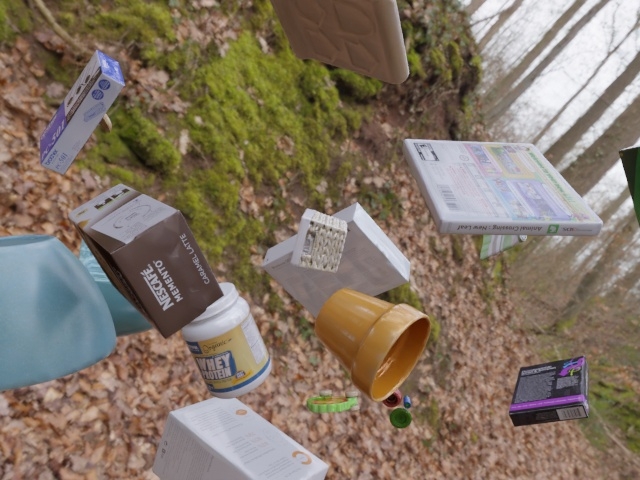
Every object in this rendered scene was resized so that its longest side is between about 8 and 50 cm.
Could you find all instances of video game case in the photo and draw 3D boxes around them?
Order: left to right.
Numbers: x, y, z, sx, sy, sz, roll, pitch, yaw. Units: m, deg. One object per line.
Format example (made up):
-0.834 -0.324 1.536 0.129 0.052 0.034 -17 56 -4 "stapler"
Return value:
0.220 -0.073 0.712 0.212 0.193 0.023 -98 -169 -55 "video game case"

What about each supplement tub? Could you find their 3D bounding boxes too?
-0.196 0.201 1.127 0.144 0.144 0.200 -131 -160 -71 "supplement tub"

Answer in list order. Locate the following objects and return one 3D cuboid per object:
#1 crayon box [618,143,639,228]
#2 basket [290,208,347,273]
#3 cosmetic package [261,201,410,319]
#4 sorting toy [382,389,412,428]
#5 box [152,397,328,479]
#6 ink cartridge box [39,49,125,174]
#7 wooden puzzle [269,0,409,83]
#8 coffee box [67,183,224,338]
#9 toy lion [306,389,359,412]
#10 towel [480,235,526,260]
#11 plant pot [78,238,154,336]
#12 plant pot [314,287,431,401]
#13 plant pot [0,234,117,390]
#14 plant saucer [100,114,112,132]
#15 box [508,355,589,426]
0.717 -0.043 0.970 0.363 0.106 0.313 -166 -121 -84 "crayon box"
0.000 0.000 1.237 0.103 0.113 0.167 14 10 -1 "basket"
0.047 0.077 1.748 0.284 0.377 0.097 45 36 -27 "cosmetic package"
0.179 0.378 1.280 0.042 0.061 0.102 -66 132 -77 "sorting toy"
-0.193 0.542 1.324 0.345 0.168 0.215 25 12 30 "box"
-0.426 -0.226 0.983 0.046 0.207 0.097 26 24 -42 "ink cartridge box"
0.058 -0.565 1.454 0.347 0.081 0.322 20 -13 22 "wooden puzzle"
-0.252 0.017 0.780 0.246 0.098 0.141 20 -41 53 "coffee box"
0.014 0.284 0.967 0.096 0.100 0.034 4 79 -48 "toy lion"
0.498 -0.015 1.515 0.023 0.113 0.152 35 -39 -17 "towel"
-0.534 0.130 1.530 0.235 0.293 0.293 3 17 -17 "plant pot"
0.097 0.199 1.170 0.188 0.205 0.205 31 -7 31 "plant pot"
-0.493 0.096 0.901 0.290 0.290 0.196 -129 -144 -79 "plant pot"
-0.529 -0.299 1.340 0.083 0.015 0.083 42 -23 23 "plant saucer"
0.386 0.250 0.929 0.162 0.116 0.029 -35 103 -59 "box"
